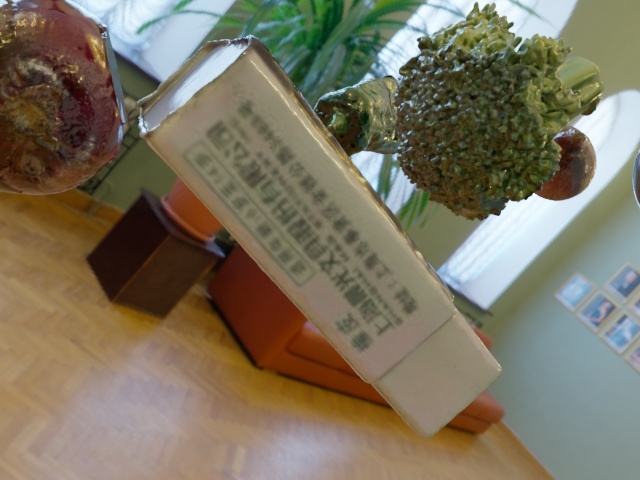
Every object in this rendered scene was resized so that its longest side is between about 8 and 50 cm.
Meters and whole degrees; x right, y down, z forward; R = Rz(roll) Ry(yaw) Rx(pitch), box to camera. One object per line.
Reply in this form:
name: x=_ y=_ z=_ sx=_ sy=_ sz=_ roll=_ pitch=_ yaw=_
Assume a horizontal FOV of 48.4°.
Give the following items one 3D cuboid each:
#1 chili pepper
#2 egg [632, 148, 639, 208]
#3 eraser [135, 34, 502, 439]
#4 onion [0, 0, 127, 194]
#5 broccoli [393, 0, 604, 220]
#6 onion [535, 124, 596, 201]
chili pepper: x=0.069 y=-0.198 z=1.165 sx=0.099 sy=0.136 sz=0.270 roll=22 pitch=21 yaw=22
egg: x=0.452 y=-0.072 z=0.851 sx=0.146 sy=0.146 sz=0.198 roll=40 pitch=46 yaw=-14
eraser: x=0.000 y=0.000 z=0.492 sx=0.287 sy=0.086 sz=0.130 roll=50 pitch=-4 yaw=-25
onion: x=-0.270 y=-0.154 z=0.714 sx=0.140 sy=0.195 sz=0.218 roll=-6 pitch=28 yaw=-10
broccoli: x=0.205 y=-0.162 z=0.892 sx=0.235 sy=0.260 sz=0.288 roll=35 pitch=12 yaw=-35
onion: x=0.500 y=-0.174 z=1.475 sx=0.159 sy=0.159 sz=0.195 roll=45 pitch=-23 yaw=17
